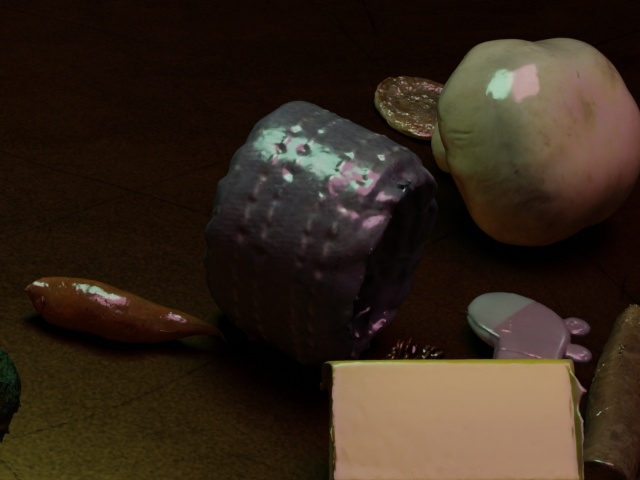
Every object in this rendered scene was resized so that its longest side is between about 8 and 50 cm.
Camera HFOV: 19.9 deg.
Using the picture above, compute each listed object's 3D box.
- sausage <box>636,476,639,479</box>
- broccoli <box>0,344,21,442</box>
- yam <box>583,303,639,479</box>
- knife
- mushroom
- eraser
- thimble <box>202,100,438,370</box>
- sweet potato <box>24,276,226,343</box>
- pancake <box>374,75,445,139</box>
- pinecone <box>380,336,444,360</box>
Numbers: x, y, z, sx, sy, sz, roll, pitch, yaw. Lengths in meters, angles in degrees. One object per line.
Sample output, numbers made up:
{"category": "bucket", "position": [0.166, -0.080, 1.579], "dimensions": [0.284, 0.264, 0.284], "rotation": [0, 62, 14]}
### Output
{"category": "sausage", "position": [0.320, 0.246, 1.568], "dimensions": [0.133, 0.133, 0.258], "rotation": [28, 32, 21]}
{"category": "broccoli", "position": [-0.348, 0.142, 1.384], "dimensions": [0.270, 0.270, 0.270], "rotation": [2, 70, -20]}
{"category": "yam", "position": [0.289, 0.154, 1.756], "dimensions": [0.066, 0.066, 0.300], "rotation": [19, 32, 6]}
{"category": "knife", "position": [0.181, 0.172, 1.711], "dimensions": [0.132, 0.038, 0.399], "rotation": [13, 33, 4]}
{"category": "mushroom", "position": [0.222, -0.110, 2.038], "dimensions": [0.260, 0.234, 0.254], "rotation": [42, 57, -28]}
{"category": "eraser", "position": [0.113, 0.181, 1.552], "dimensions": [0.226, 0.069, 0.158], "rotation": [-1, 59, -1]}
{"category": "thimble", "position": [0.000, 0.000, 1.720], "dimensions": [0.172, 0.236, 0.205], "rotation": [29, 28, 20]}
{"category": "sweet potato", "position": [-0.182, 0.071, 1.710], "dimensions": [0.195, 0.056, 0.056], "rotation": [15, 32, -9]}
{"category": "pancake", "position": [0.132, -0.159, 2.217], "dimensions": [0.139, 0.022, 0.139], "rotation": [10, 32, -6]}
{"category": "pinecone", "position": [0.087, 0.143, 1.657], "dimensions": [0.102, 0.102, 0.109], "rotation": [-19, 33, -42]}
